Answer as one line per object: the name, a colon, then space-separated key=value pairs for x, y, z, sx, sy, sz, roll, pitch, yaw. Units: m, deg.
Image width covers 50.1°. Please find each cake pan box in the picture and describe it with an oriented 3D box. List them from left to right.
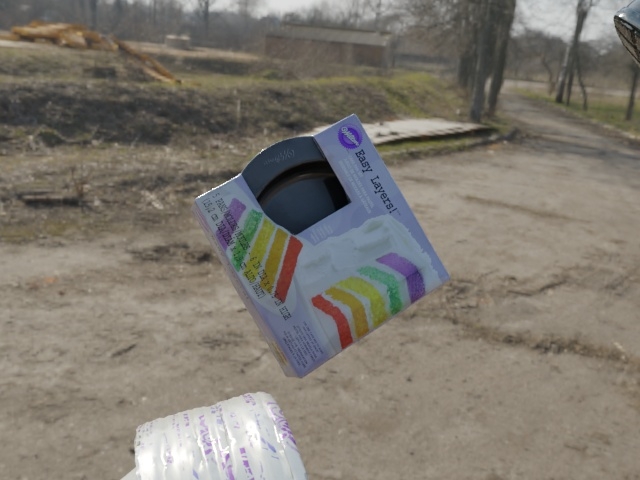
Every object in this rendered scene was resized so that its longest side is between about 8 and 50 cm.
cake pan box: x=0.000 y=0.000 z=0.877 sx=0.245 sy=0.267 sz=0.070 roll=-29 pitch=1 yaw=-19

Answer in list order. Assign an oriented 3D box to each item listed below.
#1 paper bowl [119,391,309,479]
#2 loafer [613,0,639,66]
paper bowl: x=-0.067 y=0.249 z=0.418 sx=0.148 sy=0.285 sz=0.284 roll=-13 pitch=20 yaw=-13
loafer: x=0.201 y=-0.070 z=0.285 sx=0.062 sy=0.061 sz=0.170 roll=29 pitch=15 yaw=-49
